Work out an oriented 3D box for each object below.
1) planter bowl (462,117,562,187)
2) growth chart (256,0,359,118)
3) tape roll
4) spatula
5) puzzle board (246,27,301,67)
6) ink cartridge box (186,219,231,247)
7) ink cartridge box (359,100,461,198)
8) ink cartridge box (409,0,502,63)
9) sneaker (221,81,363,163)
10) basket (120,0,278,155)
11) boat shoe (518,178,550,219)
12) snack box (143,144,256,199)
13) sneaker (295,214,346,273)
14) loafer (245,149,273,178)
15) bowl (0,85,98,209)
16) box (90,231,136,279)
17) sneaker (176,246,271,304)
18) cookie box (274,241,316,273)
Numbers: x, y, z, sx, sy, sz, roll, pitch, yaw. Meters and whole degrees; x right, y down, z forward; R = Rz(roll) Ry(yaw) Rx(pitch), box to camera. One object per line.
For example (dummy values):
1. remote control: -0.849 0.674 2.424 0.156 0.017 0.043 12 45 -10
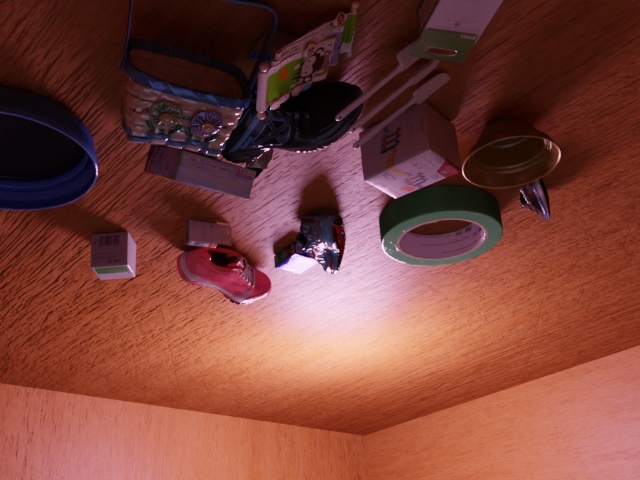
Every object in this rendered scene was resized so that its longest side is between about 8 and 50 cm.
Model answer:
1. planter bowl: 0.417 -0.208 1.802 0.217 0.090 0.217 -3 154 -2
2. growth chart: -0.025 -0.323 1.477 0.237 0.021 0.172 -36 160 -13
3. tape roll: 0.317 -0.034 2.152 0.322 0.077 0.321 -3 154 -1
4. spatula: 0.139 -0.286 1.583 0.242 0.019 0.168 -37 153 3
5. puzzle board: -0.062 -0.355 1.542 0.128 0.011 0.096 13 150 -29
6. ink cartridge box: -0.292 -0.014 2.128 0.115 0.062 0.029 8 150 -22
7. ink cartridge box: 0.191 -0.192 1.765 0.176 0.127 0.128 -23 148 34
8. ink cartridge box: 0.239 -0.405 1.423 0.109 0.062 0.209 4 153 -14
9. sneaker: -0.081 -0.247 1.628 0.341 0.125 0.139 -15 149 20
10. basket: -0.227 -0.305 1.442 0.255 0.201 0.288 7 117 -21
11. boat shoe: 0.537 -0.110 2.049 0.066 0.066 0.183 -9 143 21
12. snack box: -0.263 -0.149 1.757 0.175 0.070 0.207 14 -178 -32
13. sneaker: 0.000 0.000 2.187 0.125 0.104 0.261 10 151 11
14. loafer: -0.134 -0.187 1.821 0.056 0.050 0.148 3 152 -13
15. bowl: -0.671 -0.190 1.722 0.392 0.077 0.391 -3 153 -1
16. box: -0.550 0.041 2.163 0.101 0.101 0.087 -5 155 0
17. sneaker: -0.244 0.094 2.291 0.314 0.115 0.136 20 143 -38
18. cookie box: -0.066 0.051 2.308 0.092 0.040 0.107 15 147 -33
